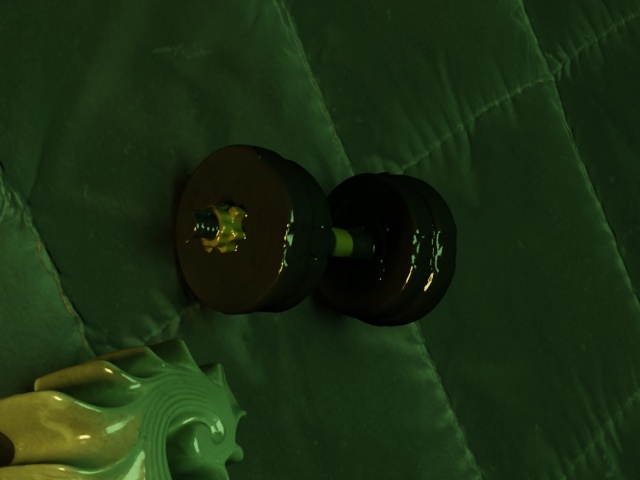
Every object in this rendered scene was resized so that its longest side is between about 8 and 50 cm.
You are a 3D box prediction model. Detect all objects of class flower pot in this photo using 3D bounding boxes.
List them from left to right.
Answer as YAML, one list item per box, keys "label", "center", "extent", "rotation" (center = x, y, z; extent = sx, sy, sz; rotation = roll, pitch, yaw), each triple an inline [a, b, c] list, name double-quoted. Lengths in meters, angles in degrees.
- label: "flower pot"
  center: [-0.166, 0.288, 1.374]
  extent: [0.254, 0.165, 0.367]
  rotation: [-15, 90, -53]

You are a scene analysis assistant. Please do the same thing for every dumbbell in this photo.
- label: "dumbbell"
  center: [0.000, 0.000, 1.606]
  extent: [0.388, 0.185, 0.185]
  rotation: [6, 76, -46]
